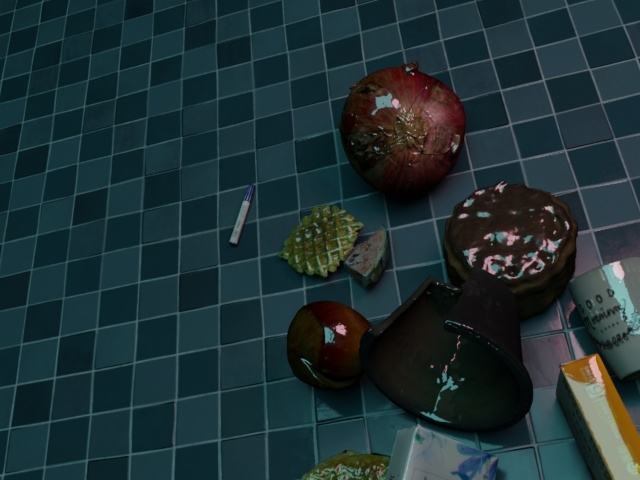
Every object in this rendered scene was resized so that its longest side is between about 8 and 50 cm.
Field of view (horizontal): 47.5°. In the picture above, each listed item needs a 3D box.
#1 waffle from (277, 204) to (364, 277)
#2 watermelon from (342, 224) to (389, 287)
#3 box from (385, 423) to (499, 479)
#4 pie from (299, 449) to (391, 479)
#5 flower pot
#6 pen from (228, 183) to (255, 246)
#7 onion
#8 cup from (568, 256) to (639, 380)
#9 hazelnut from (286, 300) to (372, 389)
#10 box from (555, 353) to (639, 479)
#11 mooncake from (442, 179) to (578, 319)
[{"bbox_3d":[0.000,0.000,1.980,0.208,0.054,0.214,24,74,43],"label":"waffle"},{"bbox_3d":[0.125,0.051,1.924,0.139,0.071,0.187,-9,43,35],"label":"watermelon"},{"bbox_3d":[0.237,0.554,1.520,0.203,0.116,0.274,23,66,-9],"label":"box"},{"bbox_3d":[0.057,0.635,1.609,0.296,0.078,0.371,23,70,27],"label":"pie"},{"bbox_3d":[0.305,0.223,1.615,0.379,0.379,0.251,9,44,22],"label":"flower pot"},{"bbox_3d":[-0.229,-0.076,2.129,0.025,0.025,0.204,5,63,20],"label":"pen"},{"bbox_3d":[0.218,-0.297,1.924,0.353,0.354,0.354,-8,60,14],"label":"onion"},{"bbox_3d":[0.693,0.159,1.571,0.186,0.258,0.234,-1,61,-28],"label":"cup"},{"bbox_3d":[0.025,0.248,1.743,0.217,0.251,0.217,12,58,-20],"label":"hazelnut"},{"bbox_3d":[0.579,0.395,1.487,0.091,0.221,0.274,-20,56,4],"label":"box"},{"bbox_3d":[0.453,0.018,1.760,0.324,0.187,0.324,-8,58,12],"label":"mooncake"}]
